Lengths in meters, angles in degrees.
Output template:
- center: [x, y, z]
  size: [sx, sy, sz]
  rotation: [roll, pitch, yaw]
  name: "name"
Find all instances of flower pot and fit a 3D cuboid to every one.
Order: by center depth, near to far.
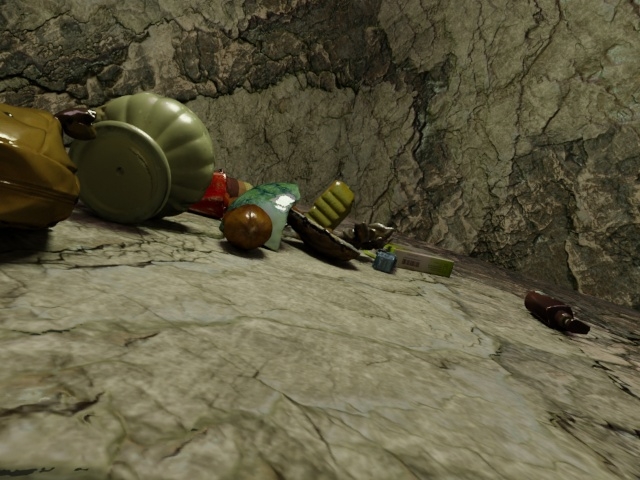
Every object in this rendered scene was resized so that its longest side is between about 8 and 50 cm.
- center: [-0.407, -0.177, 1.007]
  size: [0.307, 0.307, 0.244]
  rotation: [14, 20, -4]
  name: "flower pot"

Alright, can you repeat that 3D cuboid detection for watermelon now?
- center: [-0.148, -0.068, 1.230]
  size: [0.176, 0.256, 0.260]
  rotation: [58, -9, -7]
  name: "watermelon"

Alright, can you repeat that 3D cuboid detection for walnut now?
- center: [-0.170, -0.034, 1.034]
  size: [0.115, 0.116, 0.207]
  rotation: [14, 7, -11]
  name: "walnut"

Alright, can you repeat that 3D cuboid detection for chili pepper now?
- center: [-0.418, -0.162, 1.442]
  size: [0.252, 0.144, 0.136]
  rotation: [8, 44, -6]
  name: "chili pepper"

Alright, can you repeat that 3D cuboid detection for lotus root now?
- center: [0.000, 0.001, 1.270]
  size: [0.167, 0.078, 0.329]
  rotation: [29, 3, -28]
  name: "lotus root"

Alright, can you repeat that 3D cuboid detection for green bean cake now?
- center: [0.038, -0.118, 1.730]
  size: [0.124, 0.233, 0.236]
  rotation: [43, 6, -1]
  name: "green bean cake"

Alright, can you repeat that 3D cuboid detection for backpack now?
- center: [-0.483, -0.110, 0.575]
  size: [0.353, 0.201, 0.378]
  rotation: [5, 8, -34]
  name: "backpack"

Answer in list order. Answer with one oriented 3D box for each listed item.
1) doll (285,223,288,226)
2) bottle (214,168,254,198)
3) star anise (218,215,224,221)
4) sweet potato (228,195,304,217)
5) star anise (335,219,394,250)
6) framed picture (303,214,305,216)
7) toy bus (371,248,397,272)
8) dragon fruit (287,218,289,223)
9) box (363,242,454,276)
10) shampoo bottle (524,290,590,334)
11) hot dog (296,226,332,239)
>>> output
- center: [-0.184, -0.085, 1.699]
  size: [0.139, 0.057, 0.165]
  rotation: [9, 0, -29]
  name: "doll"
- center: [-0.394, -0.207, 1.800]
  size: [0.271, 0.156, 0.143]
  rotation: [15, 9, -46]
  name: "bottle"
- center: [-0.220, -0.056, 1.410]
  size: [0.140, 0.144, 0.158]
  rotation: [-30, 0, 0]
  name: "star anise"
- center: [-0.226, -0.144, 1.797]
  size: [0.359, 0.112, 0.112]
  rotation: [9, 8, -26]
  name: "sweet potato"
- center: [0.139, -0.006, 1.403]
  size: [0.197, 0.073, 0.212]
  rotation: [1, -19, -20]
  name: "star anise"
- center: [-0.208, -0.163, 2.475]
  size: [0.213, 0.016, 0.289]
  rotation: [9, 9, -38]
  name: "framed picture"
- center: [0.192, 0.061, 1.328]
  size: [0.065, 0.047, 0.166]
  rotation: [19, 8, 11]
  name: "toy bus"
- center: [-0.176, -0.112, 1.892]
  size: [0.131, 0.063, 0.097]
  rotation: [16, 6, 8]
  name: "dragon fruit"
- center: [0.303, 0.057, 1.544]
  size: [0.260, 0.062, 0.175]
  rotation: [13, 7, -27]
  name: "box"
- center: [0.576, 0.180, 1.105]
  size: [0.068, 0.067, 0.236]
  rotation: [-4, 6, 7]
  name: "shampoo bottle"
- center: [-0.020, -0.023, 1.510]
  size: [0.140, 0.060, 0.090]
  rotation: [16, 10, -25]
  name: "hot dog"
